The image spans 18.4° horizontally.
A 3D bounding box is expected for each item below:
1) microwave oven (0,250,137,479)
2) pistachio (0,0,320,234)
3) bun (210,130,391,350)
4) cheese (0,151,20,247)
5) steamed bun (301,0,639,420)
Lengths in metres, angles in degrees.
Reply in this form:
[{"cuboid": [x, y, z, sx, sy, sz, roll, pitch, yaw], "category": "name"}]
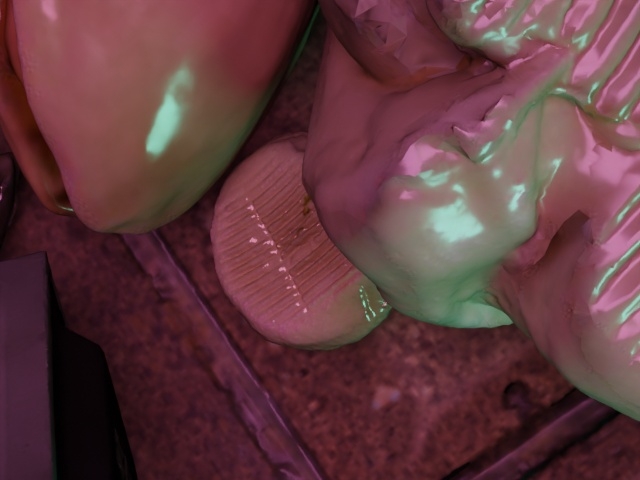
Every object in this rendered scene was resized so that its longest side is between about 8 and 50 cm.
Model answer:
[{"cuboid": [-0.198, 0.166, 0.899, 0.237, 0.295, 0.181, -14, 116, -3], "category": "microwave oven"}, {"cuboid": [-0.077, -0.160, 0.999, 0.214, 0.193, 0.318, 9, 100, -36], "category": "pistachio"}, {"cuboid": [0.000, 0.000, 1.028, 0.115, 0.069, 0.115, 0, 89, 30], "category": "bun"}, {"cuboid": [-0.261, -0.013, 1.048, 0.202, 0.091, 0.175, -4, 85, 4], "category": "cheese"}, {"cuboid": [0.144, -0.103, 0.938, 0.352, 0.247, 0.339, 18, 96, -16], "category": "steamed bun"}]
